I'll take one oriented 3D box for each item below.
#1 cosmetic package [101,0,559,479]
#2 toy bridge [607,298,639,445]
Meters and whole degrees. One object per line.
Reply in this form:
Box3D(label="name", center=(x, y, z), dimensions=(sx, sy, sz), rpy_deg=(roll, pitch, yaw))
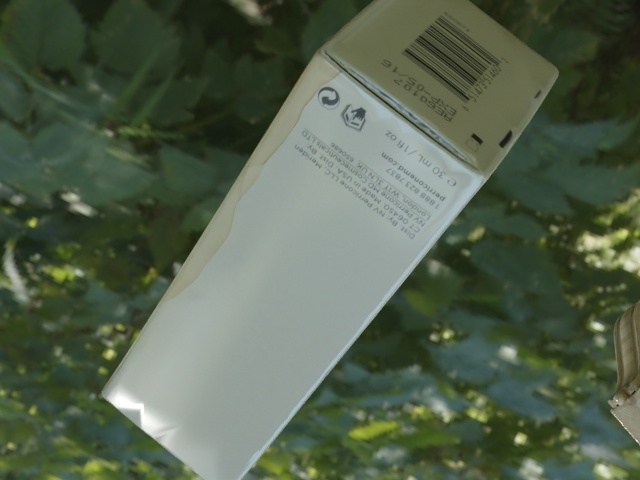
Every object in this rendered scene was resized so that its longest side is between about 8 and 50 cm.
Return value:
Box3D(label="cosmetic package", center=(0.000, 0.000, 0.758), dimensions=(0.113, 0.160, 0.309), rpy_deg=(39, 127, 2))
Box3D(label="toy bridge", center=(0.204, 0.063, 0.722), dimensions=(0.063, 0.026, 0.188), rpy_deg=(50, -148, 11))
